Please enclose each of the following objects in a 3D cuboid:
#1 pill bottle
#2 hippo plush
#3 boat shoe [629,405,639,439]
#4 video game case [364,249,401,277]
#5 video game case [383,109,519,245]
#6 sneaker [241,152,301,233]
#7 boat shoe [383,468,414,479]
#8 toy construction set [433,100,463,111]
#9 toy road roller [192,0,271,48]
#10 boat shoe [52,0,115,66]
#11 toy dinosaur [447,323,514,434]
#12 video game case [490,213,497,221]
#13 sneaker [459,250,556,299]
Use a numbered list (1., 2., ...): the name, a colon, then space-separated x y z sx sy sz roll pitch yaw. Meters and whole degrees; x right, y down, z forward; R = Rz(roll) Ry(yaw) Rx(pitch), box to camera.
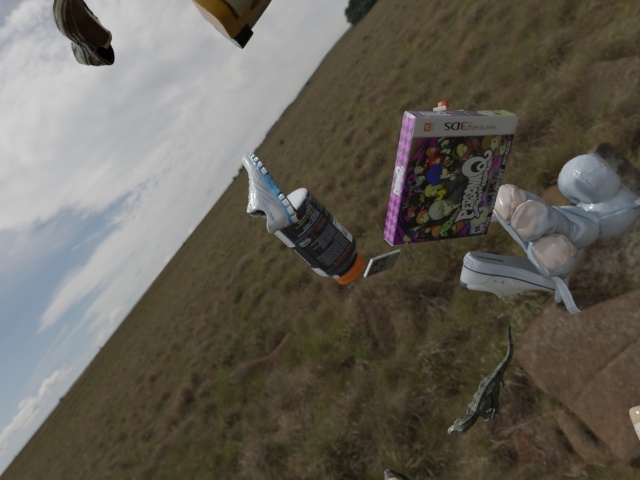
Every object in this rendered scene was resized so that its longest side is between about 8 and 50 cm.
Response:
1. pill bottle: 0.000 0.000 1.195 0.130 0.245 0.130 -37 23 19
2. hippo plush: 0.511 -0.036 0.962 0.236 0.294 0.234 -36 -2 12
3. boat shoe: 0.741 0.302 0.865 0.341 0.122 0.110 -18 48 16
4. video game case: 0.204 0.076 1.627 0.122 0.011 0.087 -17 -36 -31
5. video game case: 0.225 -0.108 0.860 0.042 0.210 0.232 -127 38 -54
6. sneaker: -0.121 -0.094 0.981 0.083 0.191 0.071 -35 -26 0
7. boat shoe: 0.184 0.514 1.005 0.056 0.152 0.049 -37 25 13
8. toy construction set: 0.345 -0.233 1.430 0.151 0.328 0.215 15 18 43
9. toy road roller: -0.228 -0.600 1.098 0.203 0.240 0.329 -54 8 6
10. boat shoe: -0.519 -0.476 1.112 0.257 0.095 0.095 157 124 -77
11. toy dinosaur: 0.375 0.325 1.081 0.064 0.118 0.268 22 72 40
12. video game case: 0.501 -0.137 1.701 0.203 0.025 0.285 -9 32 17
13. sneaker: 0.444 0.091 1.150 0.094 0.258 0.091 -92 16 -64
